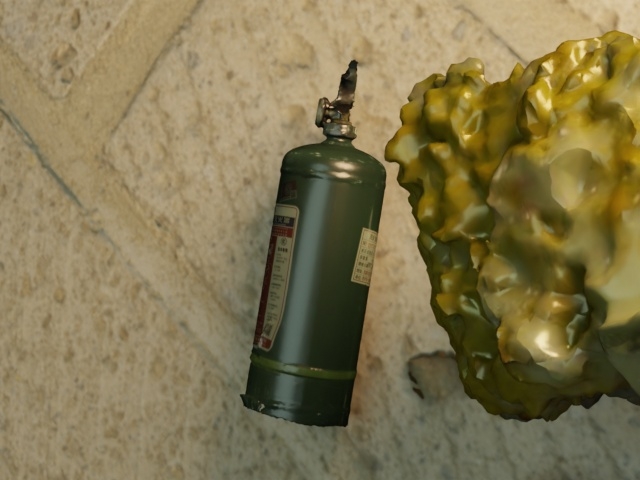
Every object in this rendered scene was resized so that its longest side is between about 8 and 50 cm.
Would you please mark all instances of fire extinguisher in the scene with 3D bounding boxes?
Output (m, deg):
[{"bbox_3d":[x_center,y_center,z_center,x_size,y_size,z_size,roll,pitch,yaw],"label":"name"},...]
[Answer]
[{"bbox_3d":[0.000,0.000,1.318,0.093,0.118,0.295,9,91,-2],"label":"fire extinguisher"}]

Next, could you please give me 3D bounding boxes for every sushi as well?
[{"bbox_3d":[0.255,-0.023,0.997,0.396,0.351,0.240,-19,78,35],"label":"sushi"}]
